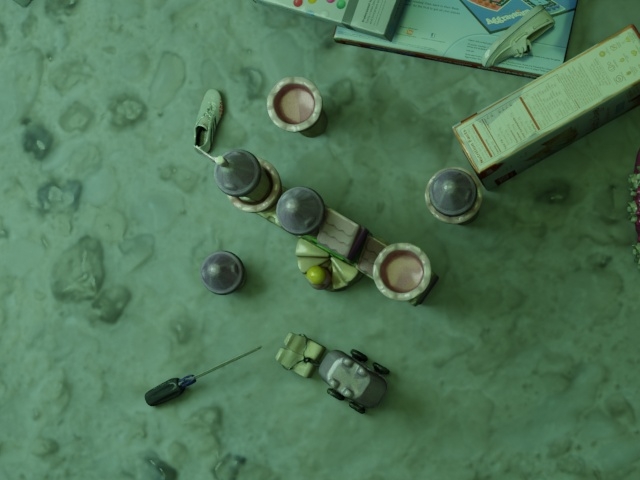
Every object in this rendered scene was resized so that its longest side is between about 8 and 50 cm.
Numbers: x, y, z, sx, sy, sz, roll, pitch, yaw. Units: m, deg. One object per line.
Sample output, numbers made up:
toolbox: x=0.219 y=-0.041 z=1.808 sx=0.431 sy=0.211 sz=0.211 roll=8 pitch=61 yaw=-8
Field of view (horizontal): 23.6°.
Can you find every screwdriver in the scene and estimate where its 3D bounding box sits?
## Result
screwdriver: x=-0.140 y=0.161 z=1.855 sx=0.170 sy=0.025 sz=0.024 roll=-25 pitch=74 yaw=15

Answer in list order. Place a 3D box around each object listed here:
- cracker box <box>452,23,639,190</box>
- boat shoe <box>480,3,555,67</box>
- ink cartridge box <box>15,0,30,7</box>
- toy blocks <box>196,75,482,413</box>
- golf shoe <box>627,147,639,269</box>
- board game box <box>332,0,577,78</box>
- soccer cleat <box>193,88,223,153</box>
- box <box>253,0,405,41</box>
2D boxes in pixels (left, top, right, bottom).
cracker box: x=0.271 y=-0.148 z=1.761 sx=0.232 sy=0.156 sz=0.067 roll=-29 pitch=81 yaw=7
boat shoe: x=0.235 y=-0.234 z=1.811 sx=0.100 sy=0.035 sz=0.035 roll=-41 pitch=76 yaw=-3
ink cartridge box: x=-0.403 y=-0.393 z=1.897 sx=0.128 sy=0.176 sz=0.127 roll=38 pitch=89 yaw=11
toy blocks: x=0.000 y=0.000 z=1.740 sx=0.289 sy=0.260 sz=0.309 roll=30 pitch=90 yaw=11
golf shoe: x=0.436 y=0.029 z=1.747 sx=0.140 sy=0.115 sz=0.306 roll=-11 pitch=89 yaw=-2
board game box: x=0.167 y=-0.287 z=1.859 sx=0.281 sy=0.027 sz=0.145 roll=12 pitch=87 yaw=11
soccer cleat: x=-0.141 y=-0.148 z=1.894 sx=0.029 sy=0.035 sz=0.083 roll=13 pitch=87 yaw=11
box: x=0.022 y=-0.336 z=1.859 sx=0.186 sy=0.038 sz=0.145 roll=19 pitch=88 yaw=20
